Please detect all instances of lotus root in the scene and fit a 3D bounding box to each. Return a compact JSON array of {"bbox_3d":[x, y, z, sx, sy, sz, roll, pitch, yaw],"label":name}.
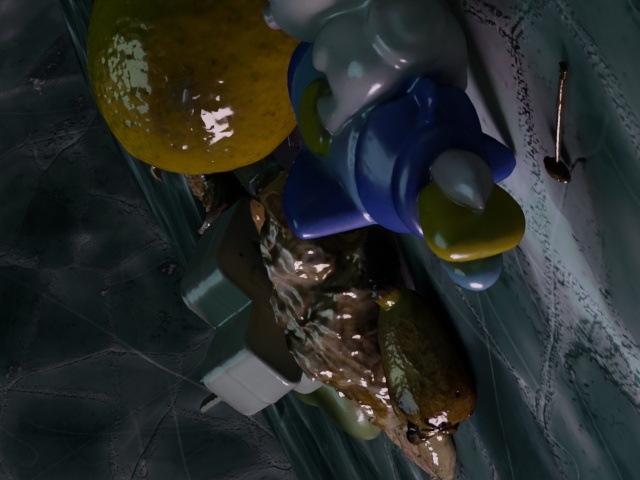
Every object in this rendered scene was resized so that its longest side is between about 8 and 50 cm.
[{"bbox_3d":[0.108,0.123,1.812,0.108,0.094,0.190,-17,90,56],"label":"lotus root"}]

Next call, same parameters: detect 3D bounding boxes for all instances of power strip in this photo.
[{"bbox_3d":[-0.078,0.109,2.093,0.229,0.141,0.261,40,-144,-17],"label":"power strip"}]

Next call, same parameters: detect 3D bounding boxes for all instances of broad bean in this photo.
[{"bbox_3d":[0.022,0.206,2.431,0.228,0.100,0.169,40,163,40],"label":"broad bean"}]

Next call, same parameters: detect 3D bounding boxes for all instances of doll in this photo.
[{"bbox_3d":[0.034,-0.137,1.282,0.376,0.187,0.365,-50,-57,-81],"label":"doll"}]

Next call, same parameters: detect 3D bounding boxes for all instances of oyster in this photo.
[{"bbox_3d":[0.042,0.084,1.891,0.110,0.166,0.341,-6,112,44],"label":"oyster"}]

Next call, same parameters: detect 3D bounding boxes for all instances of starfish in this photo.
[{"bbox_3d":[-0.144,-0.073,2.370,0.312,0.113,0.303,40,-178,-42],"label":"starfish"}]

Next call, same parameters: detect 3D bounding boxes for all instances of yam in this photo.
[{"bbox_3d":[-0.099,-0.141,2.216,0.259,0.093,0.093,55,165,46],"label":"yam"}]

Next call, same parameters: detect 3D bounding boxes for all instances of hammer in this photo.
[{"bbox_3d":[0.172,-0.085,1.197,0.029,0.014,0.123,48,161,31],"label":"hammer"}]

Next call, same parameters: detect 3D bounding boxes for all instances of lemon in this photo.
[{"bbox_3d":[-0.129,-0.210,1.776,0.253,0.253,0.310,-126,32,-48],"label":"lemon"}]

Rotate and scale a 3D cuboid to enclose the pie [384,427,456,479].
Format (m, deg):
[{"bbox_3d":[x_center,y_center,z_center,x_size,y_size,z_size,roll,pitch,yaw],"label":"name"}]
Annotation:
[{"bbox_3d":[0.114,0.229,2.114,0.218,0.052,0.185,46,157,55],"label":"pie"}]

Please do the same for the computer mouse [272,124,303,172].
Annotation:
[{"bbox_3d":[0.003,-0.103,1.862,0.232,0.057,0.120,40,144,54],"label":"computer mouse"}]

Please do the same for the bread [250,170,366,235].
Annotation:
[{"bbox_3d":[0.000,0.000,2.001,0.132,0.114,0.190,32,155,55],"label":"bread"}]
